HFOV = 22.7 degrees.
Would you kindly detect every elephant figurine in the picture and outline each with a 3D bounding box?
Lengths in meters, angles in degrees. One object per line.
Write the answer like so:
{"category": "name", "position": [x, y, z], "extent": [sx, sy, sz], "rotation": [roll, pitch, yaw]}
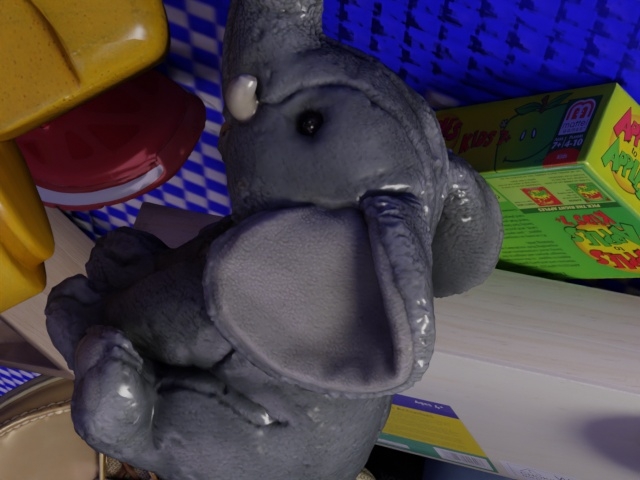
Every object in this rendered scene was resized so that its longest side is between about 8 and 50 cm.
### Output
{"category": "elephant figurine", "position": [0.000, 0.000, 0.672], "extent": [0.186, 0.169, 0.239], "rotation": [21, 129, -32]}

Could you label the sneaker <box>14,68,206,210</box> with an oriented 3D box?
{"category": "sneaker", "position": [-0.172, -0.087, 0.832], "extent": [0.221, 0.087, 0.128], "rotation": [7, 154, 35]}

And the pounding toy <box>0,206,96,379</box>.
{"category": "pounding toy", "position": [-0.259, -0.005, 1.106], "extent": [0.181, 0.094, 0.206], "rotation": [3, 145, 48]}

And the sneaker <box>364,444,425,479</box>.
{"category": "sneaker", "position": [0.002, 0.161, 1.226], "extent": [0.262, 0.099, 0.121], "rotation": [9, 147, 17]}

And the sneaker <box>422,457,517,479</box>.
{"category": "sneaker", "position": [0.189, 0.225, 1.098], "extent": [0.319, 0.131, 0.112], "rotation": [33, 157, -21]}

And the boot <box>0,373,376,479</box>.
{"category": "boot", "position": [-0.103, 0.160, 1.073], "extent": [0.261, 0.095, 0.203], "rotation": [-6, -157, -18]}

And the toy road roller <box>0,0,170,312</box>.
{"category": "toy road roller", "position": [-0.208, -0.117, 0.678], "extent": [0.330, 0.240, 0.202], "rotation": [64, 177, -6]}

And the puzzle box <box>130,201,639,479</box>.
{"category": "puzzle box", "position": [0.118, 0.083, 0.876], "extent": [0.408, 0.052, 0.272], "rotation": [11, 163, 21]}

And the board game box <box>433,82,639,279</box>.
{"category": "board game box", "position": [0.091, -0.022, 0.756], "extent": [0.092, 0.043, 0.181], "rotation": [38, 155, -31]}
